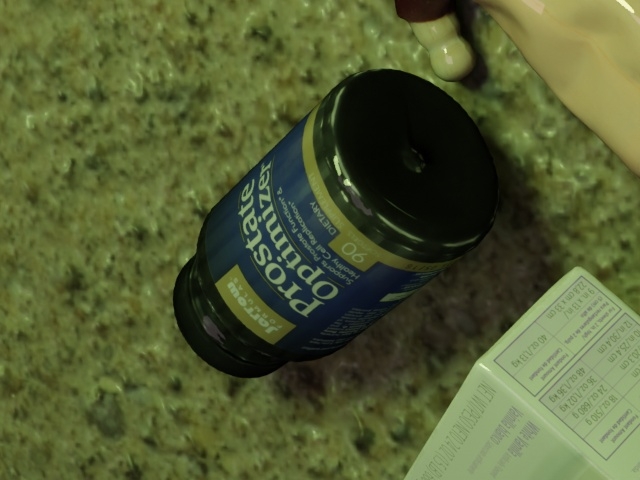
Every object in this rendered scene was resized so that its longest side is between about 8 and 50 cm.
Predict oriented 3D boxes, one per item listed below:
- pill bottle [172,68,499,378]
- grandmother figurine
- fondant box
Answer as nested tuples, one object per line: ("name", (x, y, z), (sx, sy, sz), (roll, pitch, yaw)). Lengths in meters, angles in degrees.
("pill bottle", (0.000, 0.000, 0.984), (0.122, 0.123, 0.219), (54, 137, 6))
("grandmother figurine", (0.103, -0.167, 0.898), (0.342, 0.104, 0.208), (49, 135, 12))
("fondant box", (0.202, 0.202, 0.898), (0.330, 0.096, 0.238), (41, 149, 13))
